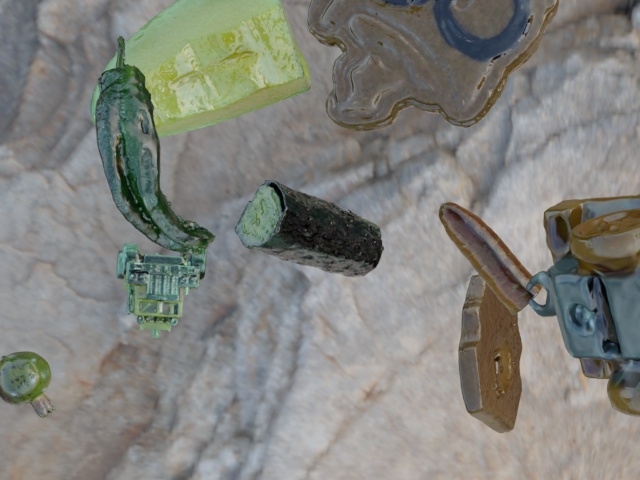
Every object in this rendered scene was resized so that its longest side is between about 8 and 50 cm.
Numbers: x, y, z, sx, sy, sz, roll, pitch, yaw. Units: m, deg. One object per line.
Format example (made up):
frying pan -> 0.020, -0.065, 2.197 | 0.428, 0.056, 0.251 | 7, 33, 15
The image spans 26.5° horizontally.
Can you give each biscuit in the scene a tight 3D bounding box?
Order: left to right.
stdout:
biscuit -> 0.100, -0.221, 1.207 | 0.208, 0.041, 0.290 | 36, 96, 11
biscuit -> 0.216, 0.129, 1.738 | 0.034, 0.182, 0.215 | -5, 68, 26

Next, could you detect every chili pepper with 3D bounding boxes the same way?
chili pepper -> -0.202, -0.113, 1.541 | 0.065, 0.122, 0.279 | -20, 84, 23

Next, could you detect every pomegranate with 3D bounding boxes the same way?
pomegranate -> -0.367, 0.179, 1.680 | 0.073, 0.073, 0.084 | -7, 98, 9

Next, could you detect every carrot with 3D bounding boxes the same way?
carrot -> 0.176, 0.011, 1.434 | 0.048, 0.048, 0.139 | -40, 90, 0

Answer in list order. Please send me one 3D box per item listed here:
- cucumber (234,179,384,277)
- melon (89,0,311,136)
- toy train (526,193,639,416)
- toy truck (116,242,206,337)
cucumber -> 0.003, 0.000, 1.496 | 0.062, 0.211, 0.078 | 43, 104, 39
melon -> -0.177, -0.241, 1.893 | 0.323, 0.124, 0.196 | -25, 107, -11
toy train -> 0.334, 0.027, 1.078 | 0.369, 0.231, 0.163 | -3, 111, 45
toy truck -> -0.235, 0.073, 2.004 | 0.128, 0.259, 0.135 | 4, 83, -10
